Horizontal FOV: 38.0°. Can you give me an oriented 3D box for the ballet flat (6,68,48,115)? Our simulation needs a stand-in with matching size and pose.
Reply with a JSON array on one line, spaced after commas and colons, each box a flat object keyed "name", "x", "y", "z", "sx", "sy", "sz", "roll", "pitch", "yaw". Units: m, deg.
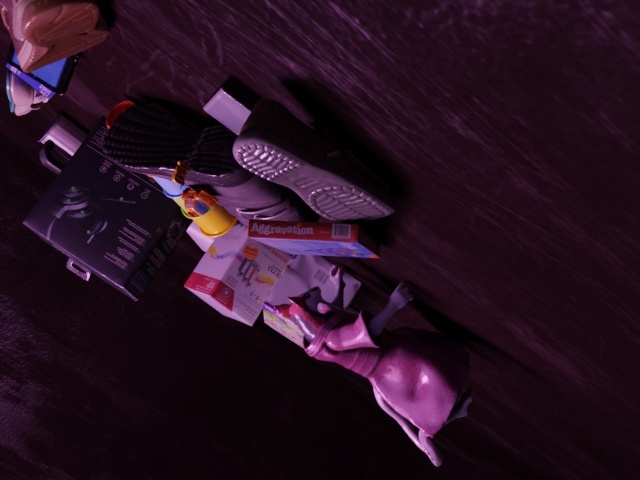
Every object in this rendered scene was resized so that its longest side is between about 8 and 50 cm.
[{"name": "ballet flat", "x": -0.575, "y": -0.299, "z": 1.838, "sx": 0.086, "sy": 0.086, "sz": 0.248, "roll": 36, "pitch": 170, "yaw": -14}]

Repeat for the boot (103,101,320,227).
[{"name": "boot", "x": -0.176, "y": -0.096, "z": 1.465, "sx": 0.338, "sy": 0.118, "sz": 0.223, "roll": 23, "pitch": 165, "yaw": 38}]

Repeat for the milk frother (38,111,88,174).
[{"name": "milk frother", "x": -0.528, "y": -0.213, "z": 2.033, "sx": 0.135, "sy": 0.129, "sz": 0.143, "roll": 38, "pitch": 124, "yaw": -23}]

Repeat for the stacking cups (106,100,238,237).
[{"name": "stacking cups", "x": -0.259, "y": -0.121, "z": 1.648, "sx": 0.096, "sy": 0.096, "sz": 0.316, "roll": 24, "pitch": 164, "yaw": 39}]

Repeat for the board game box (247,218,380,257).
[{"name": "board game box", "x": 0.000, "y": 0.000, "z": 1.317, "sx": 0.145, "sy": 0.027, "sz": 0.281, "roll": 4, "pitch": 175, "yaw": 9}]

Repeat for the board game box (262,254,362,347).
[{"name": "board game box", "x": -0.023, "y": 0.129, "z": 1.905, "sx": 0.144, "sy": 0.142, "sz": 0.275, "roll": 33, "pitch": 168, "yaw": 5}]

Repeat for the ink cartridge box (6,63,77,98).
[{"name": "ink cartridge box", "x": -0.492, "y": -0.306, "z": 1.632, "sx": 0.097, "sy": 0.046, "sz": 0.207, "roll": 38, "pitch": 168, "yaw": -18}]

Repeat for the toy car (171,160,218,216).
[{"name": "toy car", "x": -0.197, "y": -0.070, "z": 1.340, "sx": 0.060, "sy": 0.040, "sz": 0.122, "roll": 11, "pitch": 160, "yaw": 29}]

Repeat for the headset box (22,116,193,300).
[{"name": "headset box", "x": -0.401, "y": -0.053, "z": 1.833, "sx": 0.246, "sy": 0.283, "sz": 0.131, "roll": 31, "pitch": 168, "yaw": 9}]

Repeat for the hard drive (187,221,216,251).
[{"name": "hard drive", "x": -0.180, "y": 0.050, "z": 2.255, "sx": 0.307, "sy": 0.040, "sz": 0.203, "roll": 30, "pitch": 168, "yaw": 18}]

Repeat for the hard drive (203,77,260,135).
[{"name": "hard drive", "x": -0.100, "y": -0.165, "z": 1.219, "sx": 0.094, "sy": 0.022, "sz": 0.135, "roll": 36, "pitch": 168, "yaw": -12}]

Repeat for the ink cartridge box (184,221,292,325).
[{"name": "ink cartridge box", "x": -0.171, "y": 0.066, "z": 1.966, "sx": 0.128, "sy": 0.176, "sz": 0.127, "roll": 40, "pitch": 164, "yaw": -31}]

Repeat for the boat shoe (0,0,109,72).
[{"name": "boat shoe", "x": -0.348, "y": -0.301, "z": 1.170, "sx": 0.123, "sy": 0.123, "sz": 0.342, "roll": 65, "pitch": 169, "yaw": -6}]

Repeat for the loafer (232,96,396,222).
[{"name": "loafer", "x": 0.005, "y": -0.095, "z": 1.115, "sx": 0.094, "sy": 0.087, "sz": 0.251, "roll": -13, "pitch": 151, "yaw": 38}]

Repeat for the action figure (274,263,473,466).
[{"name": "action figure", "x": 0.080, "y": 0.198, "z": 1.660, "sx": 0.370, "sy": 0.275, "sz": 0.248, "roll": 22, "pitch": 177, "yaw": -12}]

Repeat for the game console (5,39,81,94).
[{"name": "game console", "x": -0.448, "y": -0.303, "z": 1.465, "sx": 0.122, "sy": 0.071, "sz": 0.107, "roll": 31, "pitch": 168, "yaw": 9}]

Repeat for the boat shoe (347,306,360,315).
[{"name": "boat shoe", "x": 0.086, "y": 0.217, "z": 2.113, "sx": 0.226, "sy": 0.083, "sz": 0.076, "roll": 35, "pitch": 167, "yaw": -12}]
